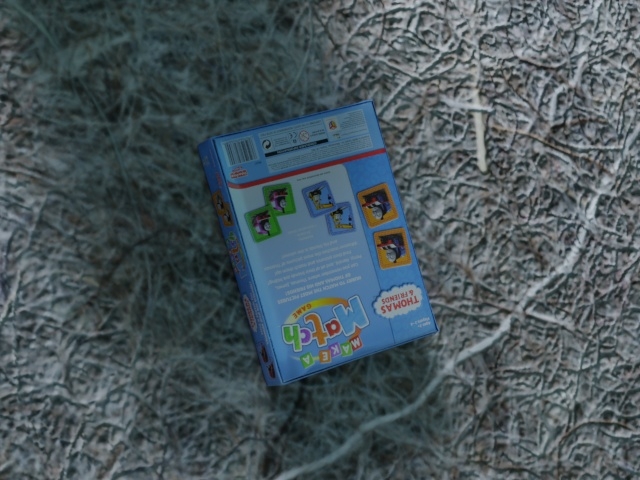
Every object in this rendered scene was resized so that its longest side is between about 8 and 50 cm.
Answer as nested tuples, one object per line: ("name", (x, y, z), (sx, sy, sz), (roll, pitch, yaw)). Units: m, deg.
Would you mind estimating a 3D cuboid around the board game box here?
("board game box", (0.000, 0.000, 1.219), (0.160, 0.039, 0.211), (-16, 89, -28))
